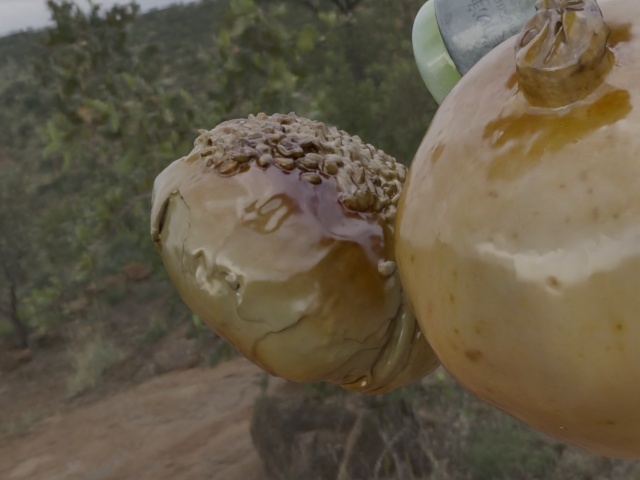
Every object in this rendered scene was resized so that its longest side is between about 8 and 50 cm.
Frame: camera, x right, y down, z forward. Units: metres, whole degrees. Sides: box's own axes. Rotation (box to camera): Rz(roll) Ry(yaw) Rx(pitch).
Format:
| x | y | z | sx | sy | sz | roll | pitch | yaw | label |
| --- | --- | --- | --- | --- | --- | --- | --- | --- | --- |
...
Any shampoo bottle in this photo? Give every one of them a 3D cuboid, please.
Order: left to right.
| x | y | z | sx | sy | sz | roll | pitch | yaw | label |
| --- | --- | --- | --- | --- | --- | --- | --- | --- | --- |
| 0.329 | -0.334 | 1.594 | 0.317 | 0.323 | 0.322 | -30 | -1 | 39 | shampoo bottle |

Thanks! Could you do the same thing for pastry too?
| x | y | z | sx | sy | sz | roll | pitch | yaw | label |
| --- | --- | --- | --- | --- | --- | --- | --- | --- | --- |
| 0.000 | 0.000 | 1.200 | 0.409 | 0.245 | 0.409 | 27 | 17 | -9 | pastry |

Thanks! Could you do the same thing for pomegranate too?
| x | y | z | sx | sy | sz | roll | pitch | yaw | label |
| --- | --- | --- | --- | --- | --- | --- | --- | --- | --- |
| 0.251 | -0.026 | 0.818 | 0.411 | 0.412 | 0.411 | -13 | 11 | 3 | pomegranate |
